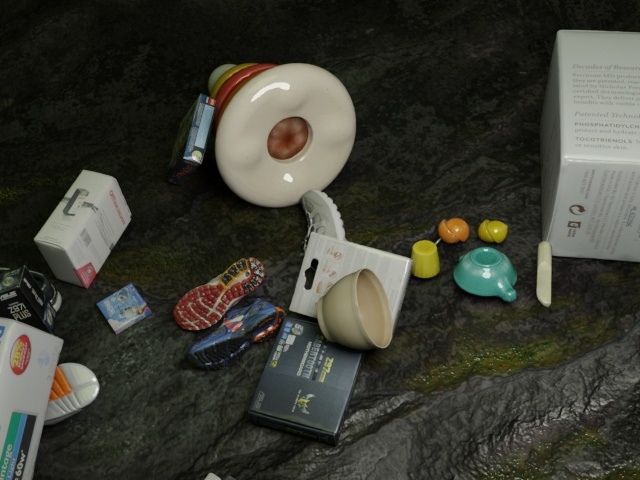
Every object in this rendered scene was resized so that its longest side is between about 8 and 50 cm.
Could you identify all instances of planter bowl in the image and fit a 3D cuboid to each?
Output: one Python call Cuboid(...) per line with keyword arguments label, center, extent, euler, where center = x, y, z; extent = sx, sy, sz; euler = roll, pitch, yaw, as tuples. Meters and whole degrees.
Cuboid(label="planter bowl", center=(0.061, 0.146, 1.661), extent=(0.109, 0.162, 0.162), euler=(-17, 49, 26))

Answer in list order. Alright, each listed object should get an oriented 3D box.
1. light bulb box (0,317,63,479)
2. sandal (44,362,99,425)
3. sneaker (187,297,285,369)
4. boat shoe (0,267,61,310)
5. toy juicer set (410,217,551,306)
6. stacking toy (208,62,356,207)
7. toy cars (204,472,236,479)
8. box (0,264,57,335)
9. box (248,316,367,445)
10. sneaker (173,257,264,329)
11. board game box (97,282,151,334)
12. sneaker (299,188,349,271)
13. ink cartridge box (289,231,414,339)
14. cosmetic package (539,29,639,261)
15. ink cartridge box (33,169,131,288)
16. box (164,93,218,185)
Cuboid(label="light bulb box", center=(-0.723, 0.315, 1.557), extent=(0.361, 0.225, 0.357), euler=(6, 75, 10))
Cuboid(label="sandal", center=(-0.564, 0.329, 1.686), extent=(0.265, 0.076, 0.102), euler=(-24, 71, 3))
Cuboid(label="sneaker", center=(-0.183, 0.196, 1.760), extent=(0.221, 0.083, 0.087), euler=(-27, 42, -21))
Cuboid(label="boat shoe", center=(-0.732, 0.106, 1.861), extent=(0.303, 0.091, 0.114), euler=(0, 53, 5))
Cuboid(label="toy juicer set", center=(0.375, 0.048, 1.810), extent=(0.329, 0.089, 0.209), euler=(19, 44, 28))
Cuboid(label="stacking toy", center=(-0.165, -0.327, 2.041), extent=(0.351, 0.350, 0.480), euler=(-27, 40, -15))
Cuboid(label="toy cars", center=(-0.251, 0.523, 1.510), extent=(0.394, 0.087, 0.176), euler=(-5, 58, -2))
Cuboid(label="box", center=(-0.674, 0.153, 1.759), extent=(0.180, 0.147, 0.077), euler=(-17, 35, 4))
Cuboid(label="box", center=(-0.021, 0.279, 1.683), extent=(0.183, 0.059, 0.232), euler=(13, 55, 13))
Cuboid(label="sneaker", center=(-0.215, 0.121, 1.815), extent=(0.225, 0.093, 0.088), euler=(-32, 89, -1))
Cuboid(label="board game box", center=(-0.434, 0.150, 1.844), extent=(0.090, 0.020, 0.090), euler=(-33, 57, -17))
Cuboid(label="sneaker", center=(0.000, 0.000, 1.862), extent=(0.115, 0.105, 0.281), euler=(-18, 54, -8))
Cuboid(label="ink cartridge box", center=(0.066, 0.096, 1.766), extent=(0.225, 0.056, 0.181), euler=(16, 88, 18))
Cuboid(label="cosmetic package", center=(0.660, -0.202, 1.811), extent=(0.327, 0.329, 0.393), euler=(4, 53, 9))
Cuboid(label="ink cartridge box", center=(-0.535, -0.028, 1.901), extent=(0.092, 0.158, 0.218), euler=(15, 56, 17))
Cuboid(label="box", center=(-0.307, -0.232, 1.969), extent=(0.044, 0.233, 0.159), euler=(16, 76, -18))
